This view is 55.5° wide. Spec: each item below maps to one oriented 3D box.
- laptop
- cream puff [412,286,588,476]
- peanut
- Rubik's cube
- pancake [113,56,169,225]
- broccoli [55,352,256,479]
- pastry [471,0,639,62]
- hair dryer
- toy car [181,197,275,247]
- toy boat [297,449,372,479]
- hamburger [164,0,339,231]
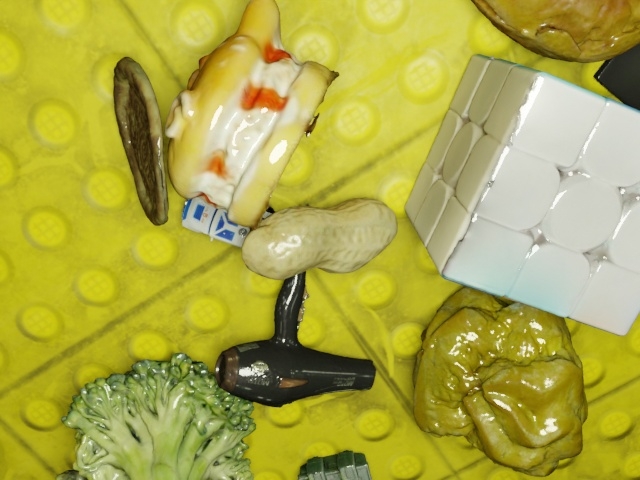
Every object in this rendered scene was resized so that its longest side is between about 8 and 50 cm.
[{"bbox_3d":[0.558,-0.265,0.993,0.197,0.016,0.135,33,105,-16],"label":"laptop"},{"bbox_3d":[0.299,0.257,1.040,0.270,0.274,0.323,-6,108,-11],"label":"cream puff"},{"bbox_3d":[0.000,0.000,0.977,0.275,0.111,0.125,-9,128,-26],"label":"peanut"},{"bbox_3d":[0.329,-0.079,0.901,0.291,0.291,0.291,19,108,-9],"label":"Rubik's cube"},{"bbox_3d":[-0.258,-0.136,0.888,0.031,0.250,0.250,-14,113,-25],"label":"pancake"},{"bbox_3d":[-0.284,0.369,1.074,0.324,0.272,0.334,-1,109,18],"label":"broccoli"},{"bbox_3d":[0.363,-0.420,0.845,0.356,0.164,0.355,0,110,0],"label":"pastry"},{"bbox_3d":[-0.016,0.117,1.062,0.304,0.120,0.359,6,97,-24],"label":"hair dryer"},{"bbox_3d":[-0.145,-0.031,1.011,0.171,0.070,0.080,21,107,-10],"label":"toy car"},{"bbox_3d":[0.054,0.567,1.235,0.141,0.092,0.319,-13,112,4],"label":"toy boat"},{"bbox_3d":[-0.103,-0.183,0.861,0.186,0.261,0.302,31,102,-9],"label":"hamburger"}]
